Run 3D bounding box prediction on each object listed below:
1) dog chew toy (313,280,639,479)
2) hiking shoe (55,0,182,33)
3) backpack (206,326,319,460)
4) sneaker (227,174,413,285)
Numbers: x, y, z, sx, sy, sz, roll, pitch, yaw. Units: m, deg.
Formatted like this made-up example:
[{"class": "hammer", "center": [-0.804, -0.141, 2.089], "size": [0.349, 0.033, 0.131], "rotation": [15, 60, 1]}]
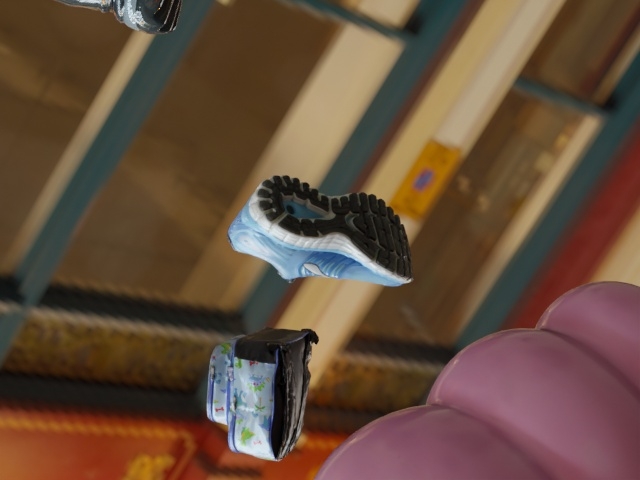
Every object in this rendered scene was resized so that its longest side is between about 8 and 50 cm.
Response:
[{"class": "dog chew toy", "center": [0.139, 0.156, 1.296], "size": [0.206, 0.332, 0.206], "rotation": [38, 157, 19]}, {"class": "hiking shoe", "center": [-0.127, -0.254, 1.132], "size": [0.132, 0.113, 0.304], "rotation": [11, -136, -6]}, {"class": "backpack", "center": [-0.056, 0.142, 1.763], "size": [0.084, 0.114, 0.105], "rotation": [5, -171, 19]}, {"class": "sneaker", "center": [0.000, 0.000, 1.407], "size": [0.162, 0.073, 0.063], "rotation": [20, -129, -34]}]
